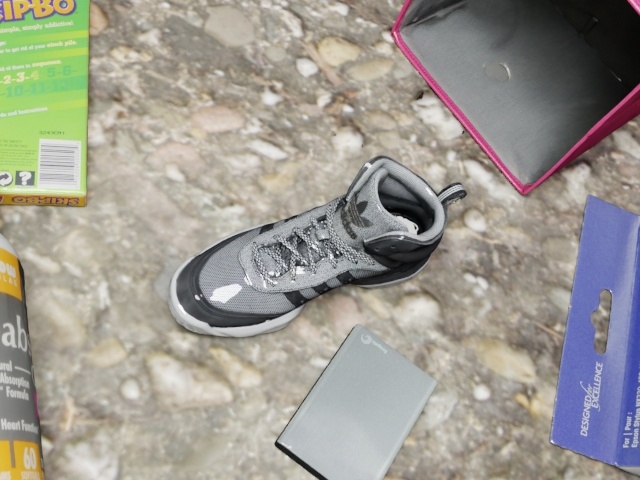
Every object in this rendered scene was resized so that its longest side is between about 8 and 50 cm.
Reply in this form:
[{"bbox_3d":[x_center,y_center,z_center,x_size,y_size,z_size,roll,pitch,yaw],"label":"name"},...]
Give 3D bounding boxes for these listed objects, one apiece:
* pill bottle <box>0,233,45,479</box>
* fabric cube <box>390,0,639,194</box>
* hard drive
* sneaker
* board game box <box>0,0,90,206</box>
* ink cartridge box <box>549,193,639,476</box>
[{"bbox_3d":[-0.290,0.077,0.508,0.162,0.162,0.278,-7,69,-20],"label":"pill bottle"},{"bbox_3d":[0.282,-0.254,0.775,0.258,0.259,0.254,-30,77,-26],"label":"fabric cube"},{"bbox_3d":[0.035,0.154,0.650,0.094,0.022,0.135,36,61,2],"label":"hard drive"},{"bbox_3d":[0.000,0.000,0.634,0.269,0.153,0.101,-15,71,-22],"label":"sneaker"},{"bbox_3d":[-0.285,-0.156,0.686,0.124,0.039,0.259,1,69,-17],"label":"board game box"},{"bbox_3d":[0.412,0.118,0.757,0.307,0.072,0.303,23,63,-8],"label":"ink cartridge box"}]
